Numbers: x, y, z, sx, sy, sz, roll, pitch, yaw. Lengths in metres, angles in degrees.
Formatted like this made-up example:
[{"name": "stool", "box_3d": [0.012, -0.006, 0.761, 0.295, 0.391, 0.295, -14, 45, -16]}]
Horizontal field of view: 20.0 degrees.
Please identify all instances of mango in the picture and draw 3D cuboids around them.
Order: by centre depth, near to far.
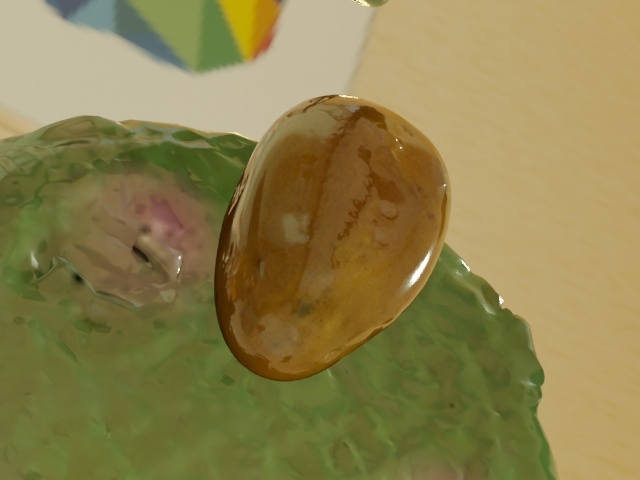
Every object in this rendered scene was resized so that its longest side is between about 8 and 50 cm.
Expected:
[{"name": "mango", "box_3d": [0.000, 0.000, 0.575, 0.080, 0.060, 0.114, -43, -156, 27]}]

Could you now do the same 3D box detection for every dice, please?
[{"name": "dice", "box_3d": [-0.095, 0.151, 0.864, 0.322, 0.318, 0.330, -49, -135, 46]}]

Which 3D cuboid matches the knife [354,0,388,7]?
[{"name": "knife", "box_3d": [-0.011, -0.160, 0.865, 0.034, 0.063, 0.260, -57, 161, 3]}]
